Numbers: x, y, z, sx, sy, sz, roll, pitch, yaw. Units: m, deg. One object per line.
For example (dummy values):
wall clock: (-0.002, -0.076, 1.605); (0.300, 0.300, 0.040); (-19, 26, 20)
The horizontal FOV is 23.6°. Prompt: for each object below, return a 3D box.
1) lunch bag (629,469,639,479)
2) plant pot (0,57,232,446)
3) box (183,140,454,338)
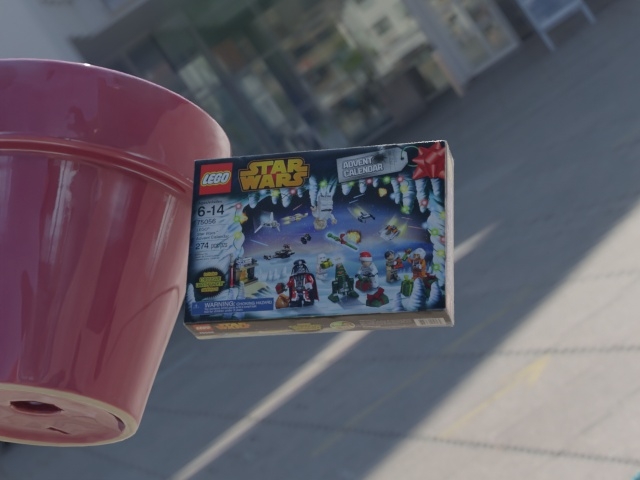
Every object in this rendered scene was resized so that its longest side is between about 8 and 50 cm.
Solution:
lunch bag: (0.133, 0.148, 0.295); (0.262, 0.160, 0.223); (-41, 41, 9)
plant pot: (-0.160, 0.017, 0.896); (0.201, 0.201, 0.180); (-30, 49, 55)
box: (0.000, 0.000, 0.788); (0.137, 0.094, 0.027); (-4, -24, 13)
